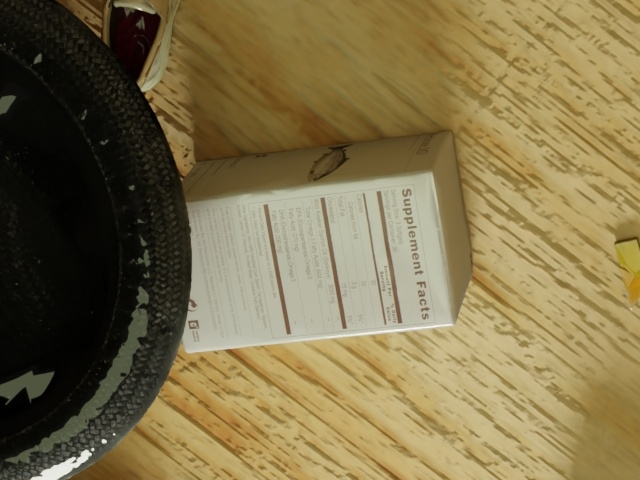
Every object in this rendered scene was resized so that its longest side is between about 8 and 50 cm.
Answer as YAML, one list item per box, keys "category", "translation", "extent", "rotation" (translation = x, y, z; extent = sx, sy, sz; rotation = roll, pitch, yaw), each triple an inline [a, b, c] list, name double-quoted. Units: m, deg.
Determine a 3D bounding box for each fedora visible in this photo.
- category: "fedora"
  translation: [-0.214, -0.003, 1.218]
  extent: [0.334, 0.152, 0.334]
  rotation: [0, 89, 13]

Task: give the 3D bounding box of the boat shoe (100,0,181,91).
- category: "boat shoe"
  translation: [-0.114, -0.157, 1.230]
  extent: [0.050, 0.045, 0.135]
  rotation: [9, 110, 8]

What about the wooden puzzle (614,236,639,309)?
- category: "wooden puzzle"
  translation: [0.251, 0.030, 1.240]
  extent: [0.116, 0.014, 0.079]
  rotation: [-3, 109, 12]

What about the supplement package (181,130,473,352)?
- category: "supplement package"
  translation: [0.000, 0.000, 1.230]
  extent: [0.179, 0.105, 0.105]
  rotation: [-6, 105, 13]
